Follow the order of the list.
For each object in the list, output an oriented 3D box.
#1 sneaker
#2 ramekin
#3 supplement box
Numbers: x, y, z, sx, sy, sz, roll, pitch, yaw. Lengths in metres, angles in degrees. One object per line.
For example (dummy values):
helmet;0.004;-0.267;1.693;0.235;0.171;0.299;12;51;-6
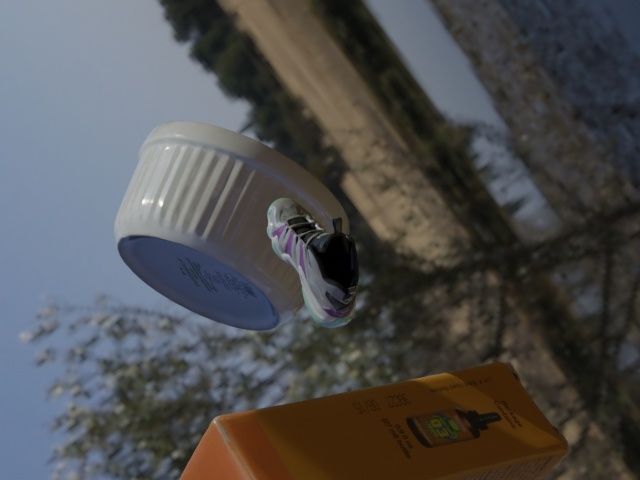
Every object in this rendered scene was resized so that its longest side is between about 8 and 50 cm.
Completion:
sneaker;0.000;0.000;0.985;0.098;0.038;0.069;58;154;23
ramekin;-0.088;-0.006;1.402;0.207;0.109;0.207;22;157;10
supplement box;0.035;0.136;0.928;0.233;0.080;0.078;-8;-130;-36
